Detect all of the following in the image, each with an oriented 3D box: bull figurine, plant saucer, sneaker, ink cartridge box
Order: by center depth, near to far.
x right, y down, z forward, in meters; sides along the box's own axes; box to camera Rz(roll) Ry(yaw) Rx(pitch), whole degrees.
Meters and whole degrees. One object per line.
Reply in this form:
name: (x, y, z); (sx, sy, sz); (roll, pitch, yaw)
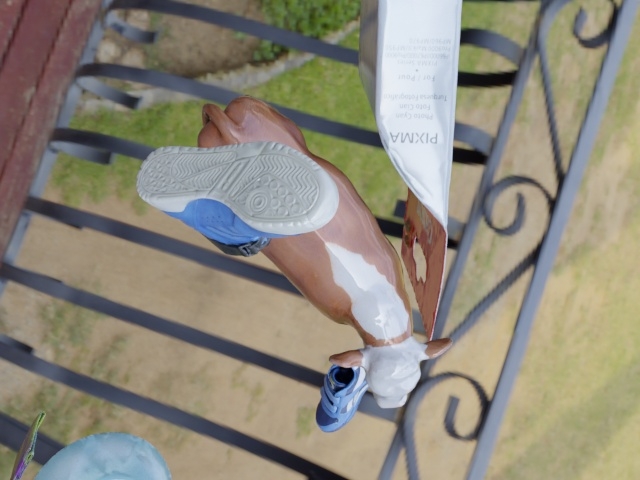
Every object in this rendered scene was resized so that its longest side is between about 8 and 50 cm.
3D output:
sneaker: (-0.040, -0.023, 0.650); (0.084, 0.152, 0.058); (34, 66, -53)
bull figurine: (0.000, 0.000, 0.882); (0.101, 0.188, 0.310); (-34, 101, 0)
ink cartridge box: (0.087, -0.119, 1.152); (0.308, 0.091, 0.385); (-95, -172, -72)
plant saucer: (-0.264, 0.332, 1.215); (0.195, 0.037, 0.195); (-7, 103, -31)
sneaker: (0.025, 0.191, 1.283); (0.059, 0.053, 0.144); (3, 127, -43)

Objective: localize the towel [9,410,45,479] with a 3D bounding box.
towel: (-0.309, 0.224, 1.042); (0.009, 0.060, 0.083); (22, 122, -16)
